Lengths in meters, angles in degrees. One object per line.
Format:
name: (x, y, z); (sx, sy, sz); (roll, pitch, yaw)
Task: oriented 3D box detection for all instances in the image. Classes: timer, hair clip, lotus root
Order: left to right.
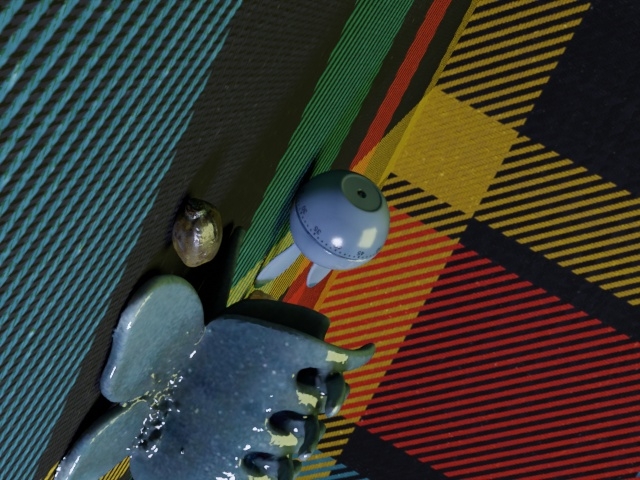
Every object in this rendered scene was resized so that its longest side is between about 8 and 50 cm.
lotus root: (-0.125, -0.010, 1.334); (0.054, 0.049, 0.099); (-55, 167, -30)
hair clip: (-0.116, 0.195, 1.508); (0.318, 0.238, 0.392); (-60, 175, 13)
timer: (0.002, -0.022, 2.073); (0.255, 0.175, 0.175); (-21, -150, 53)

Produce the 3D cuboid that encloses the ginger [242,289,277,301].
ginger: (-0.131, 0.183, 2.079); (0.205, 0.081, 0.115); (-50, 139, -23)
